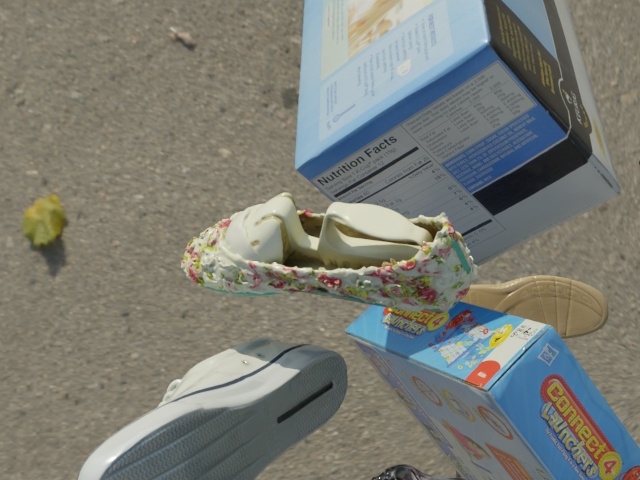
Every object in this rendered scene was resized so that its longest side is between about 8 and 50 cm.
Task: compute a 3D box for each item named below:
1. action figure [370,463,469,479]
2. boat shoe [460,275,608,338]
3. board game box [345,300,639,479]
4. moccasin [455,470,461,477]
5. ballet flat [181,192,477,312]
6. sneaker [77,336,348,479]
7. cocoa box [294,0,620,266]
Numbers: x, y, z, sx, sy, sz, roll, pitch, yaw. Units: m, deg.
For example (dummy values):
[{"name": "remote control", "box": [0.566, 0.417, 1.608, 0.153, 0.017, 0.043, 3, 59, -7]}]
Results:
[{"name": "action figure", "box": [0.078, 0.285, 0.682, 0.141, 0.275, 0.164, -18, 35, 0]}, {"name": "boat shoe", "box": [0.316, 0.114, 1.583, 0.285, 0.092, 0.103, -4, 82, 4]}, {"name": "board game box", "box": [0.201, 0.200, 1.014, 0.086, 0.302, 0.308, -43, 109, -14]}, {"name": "moccasin", "box": [0.289, 0.341, 1.676, 0.139, 0.147, 0.380, -15, 88, 22]}, {"name": "ballet flat", "box": [0.000, 0.000, 0.744, 0.241, 0.077, 0.091, 4, 45, 18]}, {"name": "sneaker", "box": [-0.089, 0.145, 0.750, 0.091, 0.258, 0.094, 7, 107, 39]}, {"name": "cocoa box", "box": [0.131, -0.176, 1.024, 0.231, 0.228, 0.347, -31, 37, 29]}]
